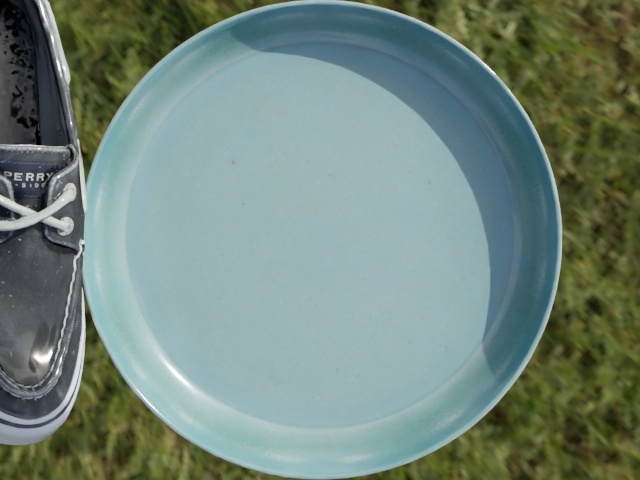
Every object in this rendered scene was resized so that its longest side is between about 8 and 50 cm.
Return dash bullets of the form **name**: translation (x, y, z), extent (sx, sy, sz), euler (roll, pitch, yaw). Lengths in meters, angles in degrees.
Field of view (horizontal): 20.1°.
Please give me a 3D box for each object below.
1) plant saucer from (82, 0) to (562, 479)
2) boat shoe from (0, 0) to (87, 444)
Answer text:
- **plant saucer**: translation (0.000, 0.000, 1.204), extent (0.317, 0.044, 0.318), euler (0, 96, -1)
- **boat shoe**: translation (-0.191, -0.029, 1.111), extent (0.108, 0.102, 0.301), euler (2, 72, -26)
